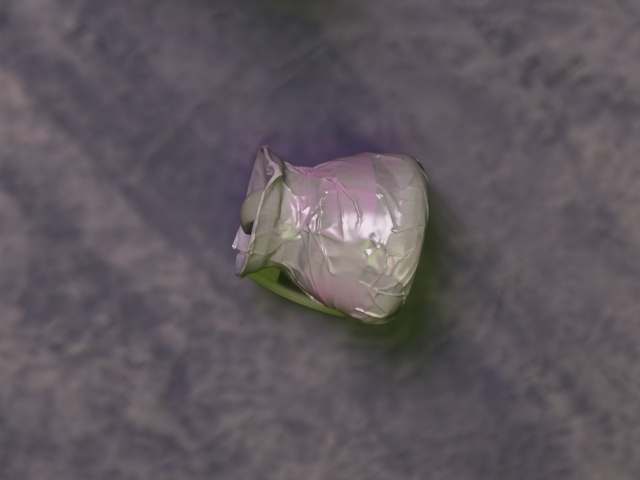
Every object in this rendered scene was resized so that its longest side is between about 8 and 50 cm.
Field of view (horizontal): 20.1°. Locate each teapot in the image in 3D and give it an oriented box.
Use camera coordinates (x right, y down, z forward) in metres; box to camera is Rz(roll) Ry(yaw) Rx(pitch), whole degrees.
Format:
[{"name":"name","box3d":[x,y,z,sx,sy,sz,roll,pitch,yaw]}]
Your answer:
[{"name":"teapot","box3d":[0.000,0.000,0.659,0.064,0.064,0.083,12,145,-9]}]
